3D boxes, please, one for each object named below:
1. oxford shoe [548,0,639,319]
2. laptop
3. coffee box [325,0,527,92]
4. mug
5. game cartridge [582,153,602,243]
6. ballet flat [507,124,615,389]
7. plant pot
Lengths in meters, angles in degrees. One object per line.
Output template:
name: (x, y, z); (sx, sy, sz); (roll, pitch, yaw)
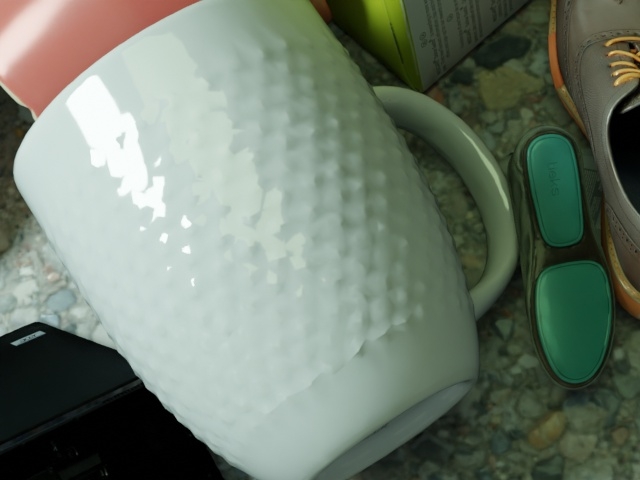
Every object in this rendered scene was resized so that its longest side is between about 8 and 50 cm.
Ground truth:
oxford shoe: (0.267, -0.120, 1.497); (0.130, 0.133, 0.364); (-11, 65, -1)
laptop: (-0.220, 0.193, 1.441); (0.234, 0.136, 0.264); (-25, 83, -42)
coffee box: (0.069, -0.403, 1.562); (0.334, 0.338, 0.337); (-42, 65, -11)
mug: (0.000, 0.000, 1.448); (0.374, 0.276, 0.328); (-24, 73, -35)
game cartridge: (0.225, -0.031, 1.543); (0.056, 0.017, 0.083); (12, 68, 18)
ballet flat: (0.192, 0.015, 1.484); (0.072, 0.068, 0.213); (-5, 83, -6)
plant pot: (-0.165, -0.202, 1.567); (0.243, 0.275, 0.275); (-44, 66, -1)
